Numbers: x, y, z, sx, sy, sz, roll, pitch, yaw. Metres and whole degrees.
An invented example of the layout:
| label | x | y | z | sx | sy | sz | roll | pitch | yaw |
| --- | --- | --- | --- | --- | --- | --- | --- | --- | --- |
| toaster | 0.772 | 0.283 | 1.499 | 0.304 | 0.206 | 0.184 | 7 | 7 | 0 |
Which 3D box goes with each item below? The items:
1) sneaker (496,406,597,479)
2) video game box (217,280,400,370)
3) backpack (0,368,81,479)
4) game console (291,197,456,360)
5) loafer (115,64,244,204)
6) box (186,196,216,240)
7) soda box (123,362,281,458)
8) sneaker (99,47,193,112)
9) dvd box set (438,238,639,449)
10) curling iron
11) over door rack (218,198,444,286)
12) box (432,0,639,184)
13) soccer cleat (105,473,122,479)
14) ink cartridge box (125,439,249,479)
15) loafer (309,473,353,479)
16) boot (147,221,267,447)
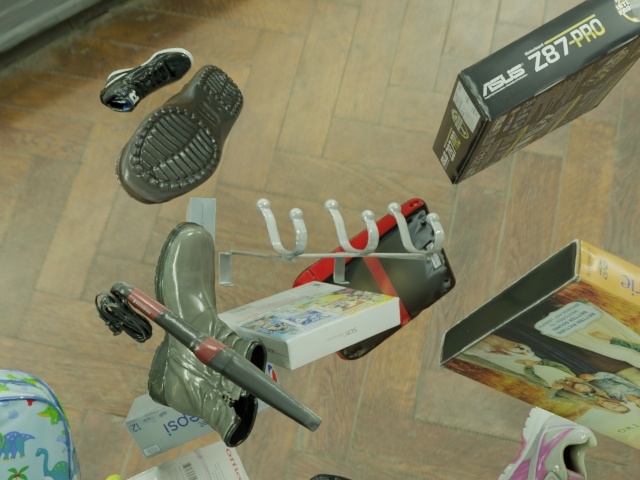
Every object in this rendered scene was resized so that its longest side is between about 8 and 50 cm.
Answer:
| label | x | y | z | sx | sy | sz | roll | pitch | yaw |
| --- | --- | --- | --- | --- | --- | --- | --- | --- | --- |
| sneaker | 0.374 | 0.397 | 1.288 | 0.111 | 0.103 | 0.252 | 20 | 88 | 53 |
| video game box | -0.023 | 0.113 | 1.093 | 0.205 | 0.187 | 0.048 | -17 | 103 | -38 |
| backpack | -0.471 | 0.361 | 1.114 | 0.290 | 0.273 | 0.356 | 2 | 67 | -20 |
| game console | 0.129 | 0.100 | 1.737 | 0.342 | 0.387 | 0.060 | -37 | 54 | -3 |
| loafer | -0.235 | -0.159 | 1.283 | 0.134 | 0.130 | 0.366 | 47 | 34 | -14 |
| box | -0.176 | 0.017 | 1.117 | 0.038 | 0.186 | 0.145 | 2 | 88 | -10 |
| soda box | -0.221 | 0.305 | 1.477 | 0.286 | 0.098 | 0.091 | -24 | 106 | 7 |
| sneaker | -0.379 | -0.337 | 1.693 | 0.216 | 0.079 | 0.121 | -17 | 40 | 19 |
| dvd box set | 0.412 | 0.168 | 1.019 | 0.420 | 0.308 | 0.062 | 24 | 56 | -12 |
| curling iron | -0.117 | 0.125 | 0.830 | 0.274 | 0.068 | 0.035 | 29 | 50 | -3 |
| over door rack | 0.000 | 0.000 | 1.182 | 0.239 | 0.324 | 0.108 | 1 | 79 | -26 |
| box | 0.354 | -0.241 | 1.260 | 0.318 | 0.395 | 0.097 | -28 | 80 | -1 |
| soccer cleat | -0.392 | 0.568 | 1.380 | 0.121 | 0.093 | 0.289 | 0 | 82 | -6 |
| ink cartridge box | -0.267 | 0.569 | 1.638 | 0.131 | 0.306 | 0.226 | -30 | 76 | 16 |
| loafer | 0.065 | 0.370 | 0.973 | 0.223 | 0.078 | 0.076 | 35 | 38 | -13 |
| boot | -0.122 | 0.109 | 0.931 | 0.161 | 0.083 | 0.247 | 13 | 100 | 39 |
